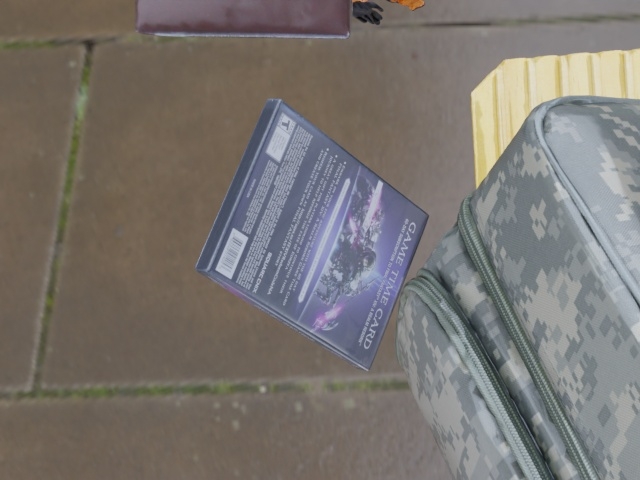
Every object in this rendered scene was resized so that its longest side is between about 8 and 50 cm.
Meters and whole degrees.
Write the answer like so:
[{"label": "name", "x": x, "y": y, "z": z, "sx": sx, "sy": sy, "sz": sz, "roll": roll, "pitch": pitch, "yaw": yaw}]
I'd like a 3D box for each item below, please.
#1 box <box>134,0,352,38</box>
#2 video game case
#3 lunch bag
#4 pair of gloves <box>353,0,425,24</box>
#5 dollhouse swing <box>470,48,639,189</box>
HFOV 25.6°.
[{"label": "box", "x": -0.056, "y": -0.272, "z": 1.111, "sx": 0.167, "sy": 0.203, "sz": 0.168, "roll": 1, "pitch": 17, "yaw": 1}, {"label": "video game case", "x": 0.000, "y": 0.000, "z": 1.502, "sx": 0.026, "sy": 0.274, "sz": 0.196, "roll": 9, "pitch": 71, "yaw": 44}, {"label": "lunch bag", "x": 0.180, "y": 0.107, "z": 0.803, "sx": 0.212, "sy": 0.256, "sz": 0.305, "roll": -2, "pitch": 52, "yaw": -33}, {"label": "pair of gloves", "x": 0.070, "y": -0.274, "z": 1.623, "sx": 0.083, "sy": 0.074, "sz": 0.010, "roll": -16, "pitch": 64, "yaw": 30}, {"label": "dollhouse swing", "x": 0.308, "y": -0.053, "z": 1.516, "sx": 0.346, "sy": 0.315, "sz": 0.305, "roll": -3, "pitch": 96, "yaw": 10}]
